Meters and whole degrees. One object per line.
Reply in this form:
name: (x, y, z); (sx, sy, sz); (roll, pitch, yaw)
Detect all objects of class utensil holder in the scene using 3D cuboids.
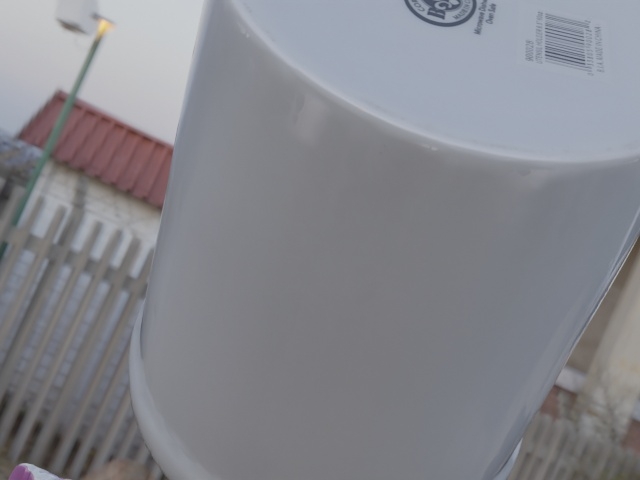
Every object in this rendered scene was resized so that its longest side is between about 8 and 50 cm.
utensil holder: (0.044, -0.015, 0.773); (0.327, 0.327, 0.385); (23, -46, 8)

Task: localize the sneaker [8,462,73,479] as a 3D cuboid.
sneaker: (-0.288, 0.341, 1.325); (0.104, 0.095, 0.236); (27, -5, -42)
